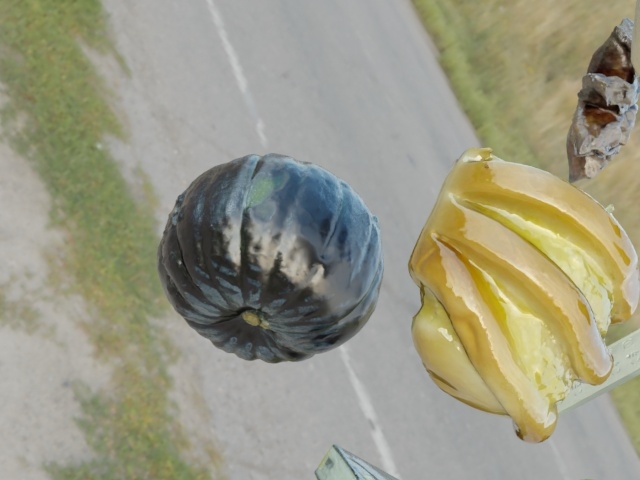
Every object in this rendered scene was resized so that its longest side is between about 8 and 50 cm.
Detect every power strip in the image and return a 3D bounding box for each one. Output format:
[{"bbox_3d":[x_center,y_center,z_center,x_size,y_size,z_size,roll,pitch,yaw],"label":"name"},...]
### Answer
[{"bbox_3d":[0.452,0.205,1.645,0.027,0.252,0.060,30,35,-40],"label":"power strip"}]

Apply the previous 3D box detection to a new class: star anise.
[{"bbox_3d":[0.545,-0.257,1.972,0.117,0.332,0.331,24,11,16],"label":"star anise"}]

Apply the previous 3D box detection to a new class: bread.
[{"bbox_3d":[0.230,0.070,1.143,0.316,0.211,0.270,54,52,-44],"label":"bread"}]

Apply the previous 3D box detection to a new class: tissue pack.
[{"bbox_3d":[0.124,0.456,1.720,0.257,0.081,0.185,34,6,-25],"label":"tissue pack"}]

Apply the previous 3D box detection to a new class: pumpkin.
[{"bbox_3d":[-0.080,0.033,1.644,0.363,0.363,0.266,43,45,-39],"label":"pumpkin"}]

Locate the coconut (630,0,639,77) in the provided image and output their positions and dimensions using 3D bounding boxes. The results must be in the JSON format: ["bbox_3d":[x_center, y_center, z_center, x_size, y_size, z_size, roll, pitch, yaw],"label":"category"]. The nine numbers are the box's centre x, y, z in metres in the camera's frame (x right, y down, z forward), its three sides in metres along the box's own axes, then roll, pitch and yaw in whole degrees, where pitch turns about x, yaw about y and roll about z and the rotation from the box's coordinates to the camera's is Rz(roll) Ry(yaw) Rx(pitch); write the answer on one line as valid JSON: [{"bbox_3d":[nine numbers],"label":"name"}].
[{"bbox_3d":[0.548,-0.283,1.358,0.329,0.328,0.329,49,21,-27],"label":"coconut"}]

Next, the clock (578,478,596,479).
[{"bbox_3d":[0.558,0.580,1.986,0.348,0.117,0.286,50,-17,-11],"label":"clock"}]
